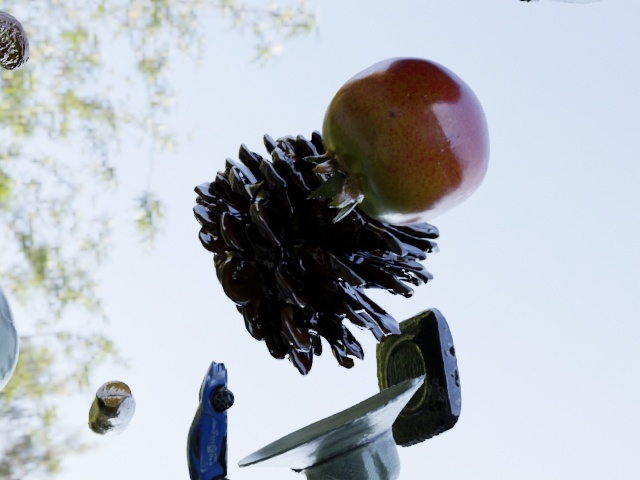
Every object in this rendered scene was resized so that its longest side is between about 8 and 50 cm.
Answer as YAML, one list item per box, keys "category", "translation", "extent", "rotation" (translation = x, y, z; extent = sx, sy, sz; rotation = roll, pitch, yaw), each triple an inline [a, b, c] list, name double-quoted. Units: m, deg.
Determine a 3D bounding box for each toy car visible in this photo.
- category: "toy car"
  translation: [-0.153, 0.274, 1.741]
  extent: [0.103, 0.063, 0.216]
  rotation: [152, -62, -79]

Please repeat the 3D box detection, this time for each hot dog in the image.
- category: "hot dog"
  translation: [-0.529, -0.333, 2.048]
  extent: [0.099, 0.147, 0.065]
  rotation: [10, -108, 31]

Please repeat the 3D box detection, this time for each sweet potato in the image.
- category: "sweet potato"
  translation: [-0.343, 0.286, 2.075]
  extent: [0.244, 0.077, 0.077]
  rotation: [121, -46, -64]

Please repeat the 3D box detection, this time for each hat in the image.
- category: "hat"
  translation: [0.036, 0.262, 1.515]
  extent: [0.252, 0.252, 0.110]
  rotation: [-29, -96, 53]

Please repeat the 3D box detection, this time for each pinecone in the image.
- category: "pinecone"
  translation: [0.003, 0.003, 1.942]
  extent: [0.397, 0.397, 0.398]
  rotation: [11, -77, 54]

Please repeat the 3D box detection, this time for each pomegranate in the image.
- category: "pomegranate"
  translation: [0.096, -0.119, 1.636]
  extent: [0.221, 0.256, 0.221]
  rotation: [47, -18, 21]

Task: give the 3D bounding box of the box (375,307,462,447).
- category: "box"
  translation: [0.151, 0.224, 2.048]
  extent: [0.201, 0.042, 0.213]
  rotation: [-35, -127, 50]

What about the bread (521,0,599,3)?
- category: "bread"
  translation: [0.183, -0.386, 1.591]
  extent: [0.366, 0.381, 0.129]
  rotation: [-144, -115, -67]

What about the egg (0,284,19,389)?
- category: "egg"
  translation: [-0.406, 0.078, 1.217]
  extent: [0.253, 0.186, 0.187]
  rotation: [24, -61, 16]
